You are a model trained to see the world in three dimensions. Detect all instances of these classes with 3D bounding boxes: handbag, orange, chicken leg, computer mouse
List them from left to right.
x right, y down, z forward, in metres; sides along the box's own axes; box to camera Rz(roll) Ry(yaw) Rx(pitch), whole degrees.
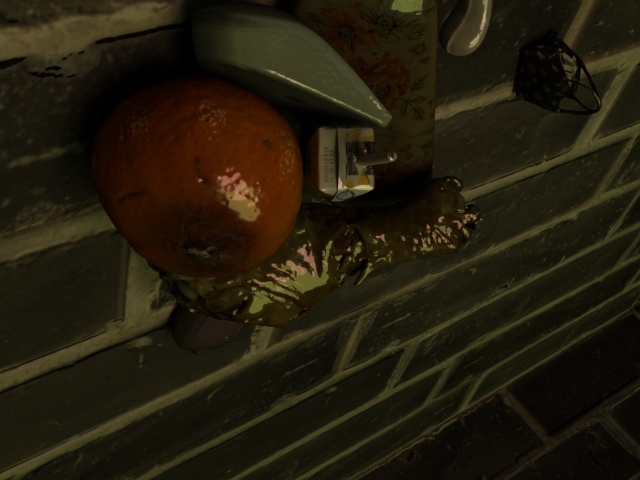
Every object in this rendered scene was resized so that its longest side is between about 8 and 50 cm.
[{"bbox_3d":[-0.125,-0.059,0.816,0.224,0.170,0.224,-2,143,-2],"label":"orange"},{"bbox_3d":[-0.128,0.072,1.149,0.120,0.057,0.232,8,128,-45],"label":"computer mouse"},{"bbox_3d":[-0.026,-0.177,0.810,0.231,0.128,0.079,23,87,-35],"label":"computer mouse"},{"bbox_3d":[0.000,0.000,0.995,0.429,0.201,0.153,-12,-167,-2],"label":"chicken leg"},{"bbox_3d":[0.384,-0.245,1.243,0.072,0.139,0.115,-38,152,-19],"label":"handbag"}]

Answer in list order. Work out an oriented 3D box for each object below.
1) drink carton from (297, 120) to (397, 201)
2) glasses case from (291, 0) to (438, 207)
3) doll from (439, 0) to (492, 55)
[{"bbox_3d":[0.018,-0.083,0.848,0.074,0.084,0.200,1,-179,-11],"label":"drink carton"},{"bbox_3d":[0.061,-0.166,0.963,0.156,0.098,0.425,0,149,7],"label":"glasses case"},{"bbox_3d":[0.184,-0.360,0.870,0.237,0.111,0.252,-55,151,-6],"label":"doll"}]
